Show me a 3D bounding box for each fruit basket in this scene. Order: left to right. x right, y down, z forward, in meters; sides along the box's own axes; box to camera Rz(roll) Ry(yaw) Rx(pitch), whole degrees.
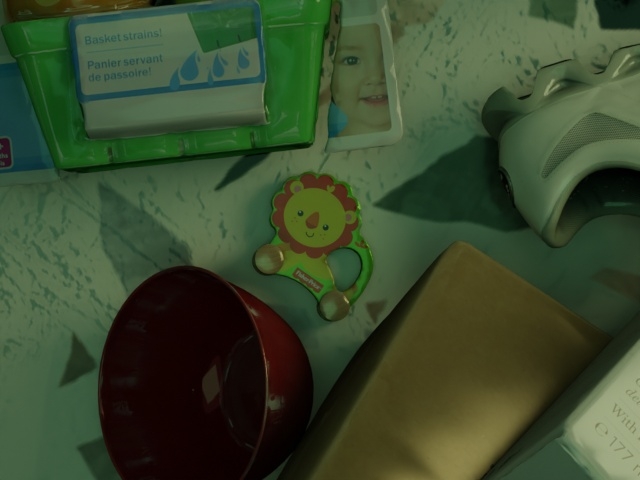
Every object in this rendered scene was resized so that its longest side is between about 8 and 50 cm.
[{"bbox_3d":[-0.117,-0.226,1.250,0.327,0.165,0.353,-5,97,1],"label":"fruit basket"}]

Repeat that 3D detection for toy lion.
[{"bbox_3d":[0.000,0.000,1.334,0.100,0.034,0.096,36,85,-1],"label":"toy lion"}]

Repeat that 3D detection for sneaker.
[{"bbox_3d":[0.292,-0.083,1.250,0.331,0.122,0.146,-22,56,13],"label":"sneaker"}]

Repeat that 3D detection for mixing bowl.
[{"bbox_3d":[-0.072,0.112,1.287,0.181,0.098,0.181,-5,82,41],"label":"mixing bowl"}]

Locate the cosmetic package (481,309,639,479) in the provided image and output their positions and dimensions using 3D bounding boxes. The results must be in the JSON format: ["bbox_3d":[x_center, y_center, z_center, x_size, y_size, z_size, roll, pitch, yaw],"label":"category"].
[{"bbox_3d":[0.297,0.113,1.133,0.217,0.156,0.385,44,56,4],"label":"cosmetic package"}]

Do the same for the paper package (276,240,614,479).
[{"bbox_3d":[0.119,0.219,1.197,0.309,0.168,0.325,34,54,-2],"label":"paper package"}]
